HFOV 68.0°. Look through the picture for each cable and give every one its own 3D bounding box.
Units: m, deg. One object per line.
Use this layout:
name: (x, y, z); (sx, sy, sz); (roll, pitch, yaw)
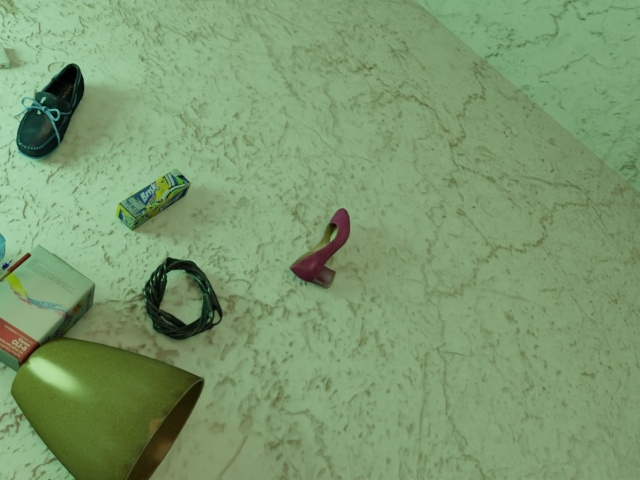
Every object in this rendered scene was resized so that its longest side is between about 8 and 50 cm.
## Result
cable: (-0.304, 0.122, 1.026); (0.151, 0.047, 0.184); (-20, 77, -30)

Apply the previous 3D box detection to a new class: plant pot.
plant pot: (-0.372, 0.278, 0.800); (0.255, 0.237, 0.237); (28, 52, 5)

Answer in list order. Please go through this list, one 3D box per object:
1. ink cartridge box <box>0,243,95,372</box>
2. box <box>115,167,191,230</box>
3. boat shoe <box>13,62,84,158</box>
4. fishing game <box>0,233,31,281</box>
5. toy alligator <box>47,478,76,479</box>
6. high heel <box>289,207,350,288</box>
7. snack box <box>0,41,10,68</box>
ink cartridge box: (-0.515, 0.125, 0.847); (0.127, 0.128, 0.176); (36, 53, -7)
box: (-0.381, -0.096, 1.091); (0.054, 0.059, 0.169); (46, 51, 0)
boat shoe: (-0.610, -0.302, 1.061); (0.109, 0.089, 0.258); (15, 57, -21)
fishing game: (-0.633, 0.049, 0.815); (0.264, 0.041, 0.189); (14, 48, 22)
toy alligator: (-0.377, 0.455, 0.785); (0.190, 0.051, 0.056); (40, 52, -4)
high heel: (0.000, 0.000, 1.237); (0.117, 0.082, 0.243); (30, 65, -24)
snack box: (-0.804, -0.411, 1.058); (0.178, 0.022, 0.064); (-19, 75, -36)
